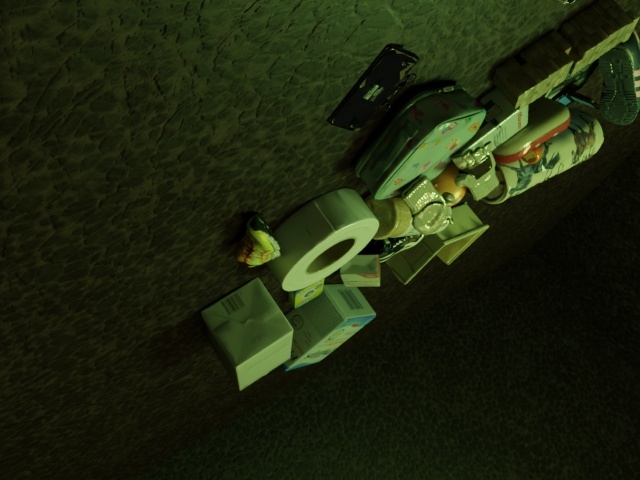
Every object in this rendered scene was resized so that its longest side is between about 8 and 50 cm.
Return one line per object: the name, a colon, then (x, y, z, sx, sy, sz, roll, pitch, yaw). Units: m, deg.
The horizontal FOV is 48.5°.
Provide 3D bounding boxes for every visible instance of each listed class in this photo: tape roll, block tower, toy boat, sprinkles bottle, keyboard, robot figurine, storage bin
tape roll: (0.000, 0.000, 1.713, 0.286, 0.100, 0.286, -31, 163, -11)
block tower: (0.557, -0.431, 1.632, 0.335, 0.097, 0.091, -32, 163, -4)
toy boat: (0.552, -0.270, 1.890, 0.231, 0.151, 0.151, -31, 126, -12)
sprinkles bottle: (0.236, -0.071, 1.929, 0.121, 0.121, 0.355, -44, 161, 27)
keyboard: (0.098, -0.278, 1.298, 0.100, 0.038, 0.192, 13, 135, -37)
robot figurine: (0.283, -0.140, 1.761, 0.128, 0.158, 0.219, -59, -170, -4)
storage bin: (0.393, 0.012, 2.443, 0.262, 0.123, 0.260, -19, 157, -43)

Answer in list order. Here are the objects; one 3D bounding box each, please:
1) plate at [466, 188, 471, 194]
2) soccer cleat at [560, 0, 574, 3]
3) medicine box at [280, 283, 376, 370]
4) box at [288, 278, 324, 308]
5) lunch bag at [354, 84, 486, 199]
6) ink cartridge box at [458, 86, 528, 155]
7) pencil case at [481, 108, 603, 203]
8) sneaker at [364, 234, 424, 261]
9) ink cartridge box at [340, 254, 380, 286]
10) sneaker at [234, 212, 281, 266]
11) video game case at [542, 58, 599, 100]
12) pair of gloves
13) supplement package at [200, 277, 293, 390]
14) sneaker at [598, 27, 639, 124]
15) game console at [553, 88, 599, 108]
plate: (0.542, -0.172, 2.199, 0.188, 0.024, 0.188, -15, -156, 7)
soccer cleat: (0.511, -0.500, 1.450, 0.083, 0.036, 0.029, -23, 159, -34)
medicine box: (-0.001, 0.285, 2.382, 0.289, 0.149, 0.263, -42, 162, 19)
box: (-0.044, 0.145, 2.113, 0.105, 0.043, 0.179, -30, 164, -14)
lunch bag: (0.209, -0.213, 1.528, 0.224, 0.108, 0.279, -17, 155, -42)
ink cartridge box: (0.400, -0.276, 1.750, 0.208, 0.087, 0.153, -36, 162, 5)
pencil case: (0.622, -0.250, 2.092, 0.410, 0.183, 0.160, -25, 119, -20)
sneaker: (0.231, -0.004, 2.165, 0.217, 0.079, 0.121, -39, 164, 15)
ink cartridge box: (0.125, 0.098, 2.179, 0.115, 0.067, 0.198, -1, 164, 8)
sneaker: (-0.140, 0.013, 1.517, 0.094, 0.082, 0.208, -29, 162, -8)
video game case: (0.684, -0.440, 1.962, 0.190, 0.022, 0.173, -29, 162, -17)
pair of gloves: (0.305, -0.111, 1.622, 0.240, 0.042, 0.204, -35, 144, -1)
supplement package: (-0.193, 0.256, 1.897, 0.177, 0.175, 0.293, -32, 162, -17)
sneaker: (0.824, -0.446, 1.925, 0.131, 0.112, 0.319, -63, 151, -19)
game console: (0.710, -0.373, 2.014, 0.144, 0.124, 0.085, -5, 121, -62)
